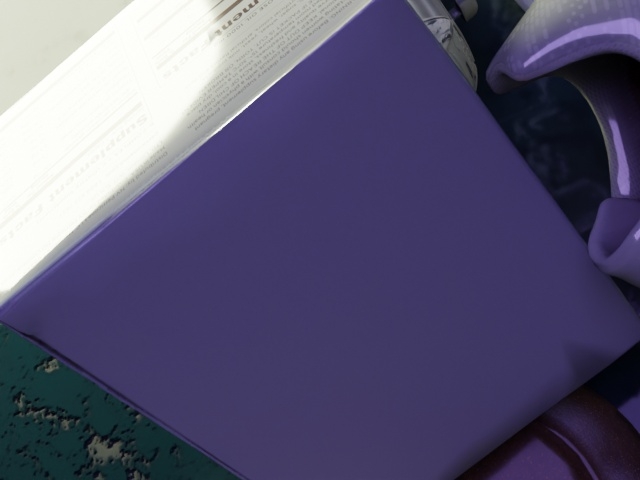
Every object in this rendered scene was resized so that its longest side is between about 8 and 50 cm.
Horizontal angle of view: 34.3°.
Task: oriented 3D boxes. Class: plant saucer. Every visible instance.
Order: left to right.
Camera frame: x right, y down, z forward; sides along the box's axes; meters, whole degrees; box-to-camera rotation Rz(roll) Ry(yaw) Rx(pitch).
[{"bbox_3d":[0.093,0.163,0.576,0.199,0.036,0.198,-7,71,21],"label":"plant saucer"}]

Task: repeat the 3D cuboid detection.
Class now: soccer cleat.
[{"bbox_3d":[0.204,0.010,0.452,0.143,0.116,0.331,-39,89,-9],"label":"soccer cleat"}]

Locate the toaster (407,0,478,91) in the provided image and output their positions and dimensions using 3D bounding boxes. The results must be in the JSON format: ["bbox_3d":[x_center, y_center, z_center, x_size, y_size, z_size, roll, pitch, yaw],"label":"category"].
[{"bbox_3d":[-0.013,-0.099,0.649,0.227,0.129,0.146,-39,66,6],"label":"toaster"}]

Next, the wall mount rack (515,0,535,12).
[{"bbox_3d":[0.241,-0.147,0.511,0.350,0.130,0.304,-29,104,44],"label":"wall mount rack"}]

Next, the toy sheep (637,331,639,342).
[{"bbox_3d":[0.208,0.090,0.520,0.132,0.091,0.091,42,93,27],"label":"toy sheep"}]

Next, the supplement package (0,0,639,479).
[{"bbox_3d":[0.000,0.000,0.519,0.204,0.262,0.145,-39,40,8],"label":"supplement package"}]
